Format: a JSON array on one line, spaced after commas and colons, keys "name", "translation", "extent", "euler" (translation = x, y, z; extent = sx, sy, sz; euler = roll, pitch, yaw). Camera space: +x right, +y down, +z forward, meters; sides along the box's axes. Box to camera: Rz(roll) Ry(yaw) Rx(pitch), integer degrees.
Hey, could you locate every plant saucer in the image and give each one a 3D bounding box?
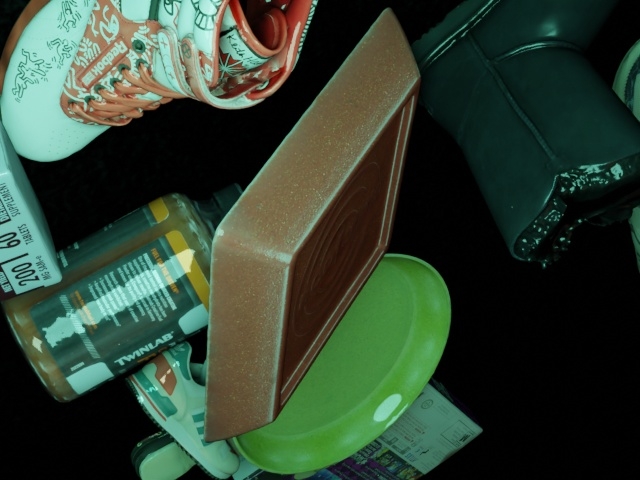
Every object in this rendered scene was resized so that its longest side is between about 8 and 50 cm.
[{"name": "plant saucer", "translation": [0.012, 0.105, 1.372], "extent": [0.241, 0.037, 0.241], "euler": [-22, 133, -26]}, {"name": "plant saucer", "translation": [0.000, 0.000, 1.121], "extent": [0.258, 0.047, 0.259], "euler": [-55, 162, -36]}]

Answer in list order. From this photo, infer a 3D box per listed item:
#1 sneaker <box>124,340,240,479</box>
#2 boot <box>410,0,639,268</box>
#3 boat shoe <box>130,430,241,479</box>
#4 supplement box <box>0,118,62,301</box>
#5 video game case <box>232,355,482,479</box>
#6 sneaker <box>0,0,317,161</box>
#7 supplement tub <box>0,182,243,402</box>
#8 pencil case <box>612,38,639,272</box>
[{"name": "sneaker", "translation": [-0.101, 0.149, 1.339], "extent": [0.075, 0.057, 0.161], "euler": [-42, 130, -3]}, {"name": "boot", "translation": [0.195, -0.122, 1.100], "extent": [0.246, 0.207, 0.094], "euler": [-40, 146, 13]}, {"name": "boat shoe", "translation": [-0.113, 0.186, 1.416], "extent": [0.133, 0.042, 0.049], "euler": [-21, 119, -17]}, {"name": "supplement box", "translation": [-0.301, 0.006, 0.967], "extent": [0.239, 0.073, 0.130], "euler": [-19, 146, -4]}, {"name": "video game case", "translation": [0.041, 0.212, 1.571], "extent": [0.210, 0.042, 0.232], "euler": [-37, 147, 8]}, {"name": "sneaker", "translation": [-0.105, -0.112, 0.925], "extent": [0.090, 0.145, 0.270], "euler": [9, 130, -46]}, {"name": "supplement tub", "translation": [-0.132, 0.033, 1.133], "extent": [0.197, 0.106, 0.106], "euler": [-28, 147, -4]}, {"name": "pencil case", "translation": [0.370, -0.040, 1.397], "extent": [0.183, 0.160, 0.410], "euler": [-53, 150, -14]}]
